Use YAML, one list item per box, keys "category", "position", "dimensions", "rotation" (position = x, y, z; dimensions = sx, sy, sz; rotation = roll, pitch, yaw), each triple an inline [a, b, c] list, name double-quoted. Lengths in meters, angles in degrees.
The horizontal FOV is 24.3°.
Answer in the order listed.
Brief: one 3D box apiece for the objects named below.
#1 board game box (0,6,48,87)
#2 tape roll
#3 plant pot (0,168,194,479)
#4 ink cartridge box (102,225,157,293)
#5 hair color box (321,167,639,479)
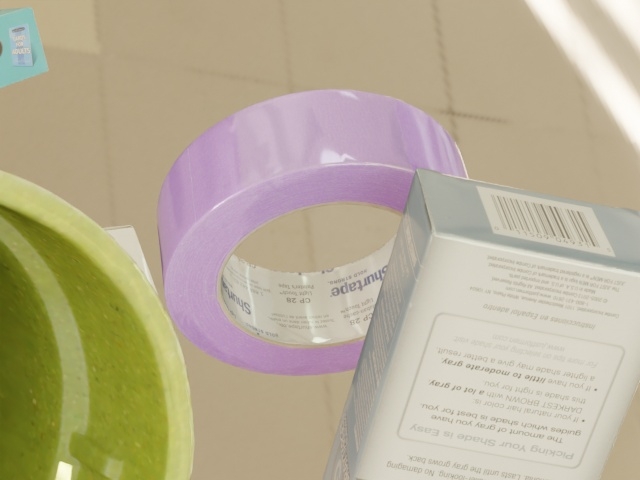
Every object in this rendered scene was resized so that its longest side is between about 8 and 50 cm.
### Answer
- category: "board game box"
  position: [-0.511, -0.188, 1.652]
  dimensions: [0.254, 0.336, 0.079]
  rotation: [-29, 114, -44]
- category: "tape roll"
  position: [0.000, 0.000, 1.272]
  dimensions: [0.275, 0.275, 0.090]
  rotation: [20, 41, -31]
- category: "plant pot"
  position: [-0.232, 0.056, 0.563]
  dimensions: [0.276, 0.254, 0.276]
  rotation: [-19, 123, -32]
- category: "ink cartridge box"
  position: [-0.355, 0.124, 2.111]
  dimensions: [0.117, 0.278, 0.201]
  rotation: [-10, 75, -51]
- category: "hair color box"
  position: [0.117, 0.146, 1.147]
  dimensions: [0.185, 0.374, 0.113]
  rotation: [11, 26, -9]
